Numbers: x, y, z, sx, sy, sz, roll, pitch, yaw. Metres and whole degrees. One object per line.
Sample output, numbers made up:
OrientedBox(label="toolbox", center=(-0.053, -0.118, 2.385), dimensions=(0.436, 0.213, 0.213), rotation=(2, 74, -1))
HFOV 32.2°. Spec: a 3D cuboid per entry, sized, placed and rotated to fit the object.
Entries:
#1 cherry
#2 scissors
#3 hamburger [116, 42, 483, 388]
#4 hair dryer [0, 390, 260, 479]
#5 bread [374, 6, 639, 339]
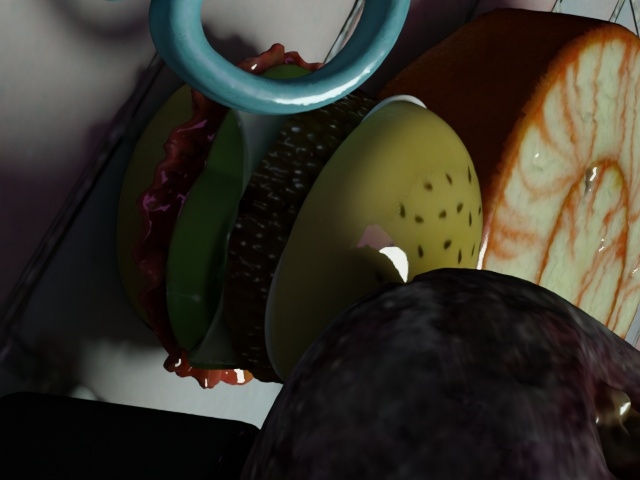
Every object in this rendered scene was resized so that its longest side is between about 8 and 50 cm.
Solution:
OrientedBox(label="cherry", center=(0.054, 0.109, 0.408), dimensions=(0.195, 0.195, 0.195), rotation=(-32, 130, -48))
OrientedBox(label="scissors", center=(0.038, -0.267, 0.457), dimensions=(0.193, 0.029, 0.447), rotation=(37, 76, -31))
OrientedBox(label="hamburger", center=(0.001, 0.001, 0.518), dimensions=(0.175, 0.137, 0.175), rotation=(-38, 137, -46))
OrientedBox(label="hair dryer", center=(-0.114, 0.125, 0.359), dimensions=(0.248, 0.114, 0.070), rotation=(-42, 134, -64))
OrientedBox(label="bread", center=(0.123, -0.002, 0.730), dimensions=(0.328, 0.114, 0.295), rotation=(-25, 125, -50))
